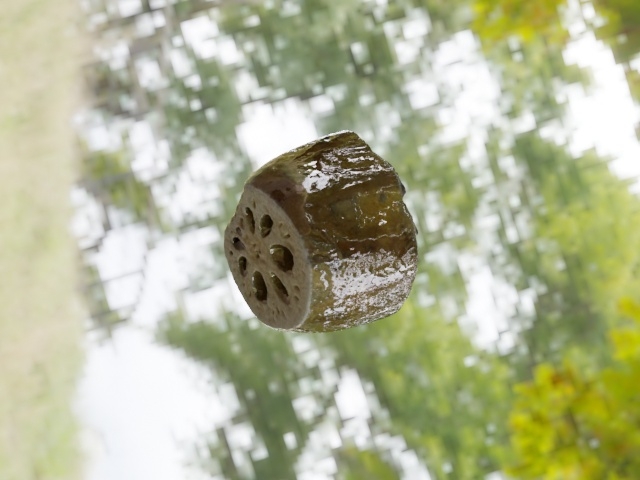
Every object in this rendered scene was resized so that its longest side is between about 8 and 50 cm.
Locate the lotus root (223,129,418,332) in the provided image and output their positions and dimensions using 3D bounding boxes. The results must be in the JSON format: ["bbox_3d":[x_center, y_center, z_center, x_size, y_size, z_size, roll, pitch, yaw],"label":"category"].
[{"bbox_3d":[0.002,0.003,1.189,0.112,0.081,0.122,59,-31,20],"label":"lotus root"}]
